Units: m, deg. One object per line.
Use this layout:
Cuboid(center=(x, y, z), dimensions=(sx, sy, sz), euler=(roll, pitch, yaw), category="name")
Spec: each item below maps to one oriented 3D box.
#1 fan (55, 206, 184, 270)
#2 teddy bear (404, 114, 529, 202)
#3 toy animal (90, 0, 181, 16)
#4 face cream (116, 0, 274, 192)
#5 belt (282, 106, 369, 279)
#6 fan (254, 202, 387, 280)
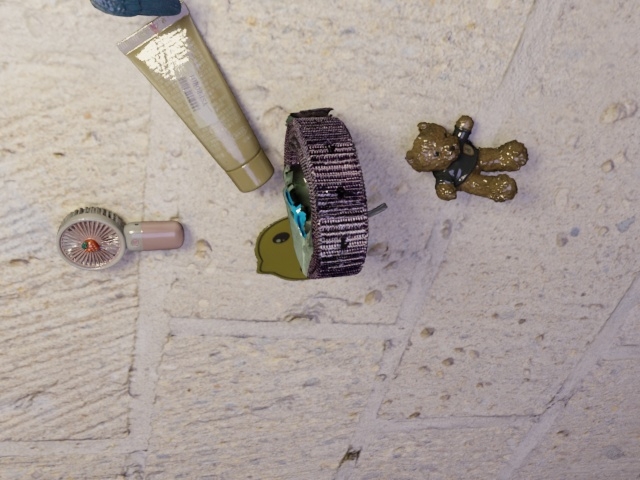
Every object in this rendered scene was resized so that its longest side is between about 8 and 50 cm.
Cuboid(center=(-0.400, -0.007, 1.167), dimensions=(0.244, 0.074, 0.130), euler=(-3, 126, -13), category="fan")
Cuboid(center=(0.296, -0.157, 1.212), dimensions=(0.251, 0.182, 0.129), euler=(21, 159, -11), category="teddy bear")
Cuboid(center=(-0.314, -0.410, 0.820), dimensions=(0.255, 0.176, 0.239), euler=(-37, 112, -17), category="toy animal")
Cuboid(center=(-0.205, -0.241, 1.052), dimensions=(0.137, 0.084, 0.341), euler=(-31, 119, 6), category="face cream")
Cuboid(center=(0.003, -0.080, 1.065), dimensions=(0.122, 0.325, 0.260), euler=(-6, 145, -14), category="belt")
Cuboid(center=(0.000, -0.001, 1.288), dimensions=(0.335, 0.011, 0.229), euler=(-27, 137, 14), category="fan")
